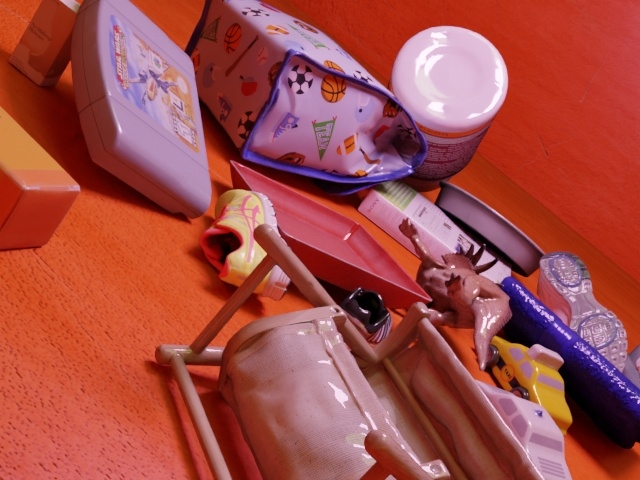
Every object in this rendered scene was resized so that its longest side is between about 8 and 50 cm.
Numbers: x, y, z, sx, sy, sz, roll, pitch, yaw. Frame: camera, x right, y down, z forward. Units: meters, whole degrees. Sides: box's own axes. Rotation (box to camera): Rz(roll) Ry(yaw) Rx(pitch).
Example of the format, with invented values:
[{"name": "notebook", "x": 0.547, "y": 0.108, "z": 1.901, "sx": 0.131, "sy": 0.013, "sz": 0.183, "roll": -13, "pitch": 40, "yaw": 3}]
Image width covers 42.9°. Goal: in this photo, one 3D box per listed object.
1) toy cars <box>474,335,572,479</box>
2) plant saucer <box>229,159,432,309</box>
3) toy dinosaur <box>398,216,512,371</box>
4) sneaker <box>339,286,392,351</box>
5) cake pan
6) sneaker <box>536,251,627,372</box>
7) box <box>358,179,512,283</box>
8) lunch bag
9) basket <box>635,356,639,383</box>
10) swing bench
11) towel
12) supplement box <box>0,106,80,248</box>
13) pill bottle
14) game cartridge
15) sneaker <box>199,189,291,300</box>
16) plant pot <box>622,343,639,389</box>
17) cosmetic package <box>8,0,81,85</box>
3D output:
[{"name": "toy cars", "x": 0.287, "y": 0.217, "z": 1.125, "sx": 0.176, "sy": 0.087, "sz": 0.394, "roll": 39, "pitch": 19, "yaw": 6}, {"name": "plant saucer", "x": 0.000, "y": 0.000, "z": 1.153, "sx": 0.259, "sy": 0.047, "sz": 0.258, "roll": 26, "pitch": 14, "yaw": -32}, {"name": "toy dinosaur", "x": 0.217, "y": 0.080, "z": 1.225, "sx": 0.200, "sy": 0.127, "sz": 0.295, "roll": 16, "pitch": 20, "yaw": -32}, {"name": "sneaker", "x": 0.060, "y": 0.096, "z": 1.027, "sx": 0.063, "sy": 0.074, "sz": 0.170, "roll": 43, "pitch": 19, "yaw": 17}, {"name": "cake pan", "x": 0.357, "y": -0.019, "z": 1.747, "sx": 0.293, "sy": 0.054, "sz": 0.293, "roll": 38, "pitch": 1, "yaw": -1}, {"name": "sneaker", "x": 0.504, "y": 0.165, "z": 1.590, "sx": 0.111, "sy": 0.129, "sz": 0.297, "roll": -6, "pitch": 52, "yaw": -6}, {"name": "box", "x": 0.233, "y": -0.003, "z": 1.605, "sx": 0.322, "sy": 0.058, "sz": 0.232, "roll": 39, "pitch": 19, "yaw": 4}, {"name": "lunch bag", "x": -0.021, "y": -0.257, "z": 1.482, "sx": 0.386, "sy": 0.238, "sz": 0.328, "roll": 9, "pitch": 30, "yaw": -41}, {"name": "basket", "x": 0.782, "y": 0.293, "z": 1.404, "sx": 0.331, "sy": 0.328, "sz": 0.266, "roll": 35, "pitch": 37, "yaw": -6}, {"name": "swing bench", "x": 0.030, "y": 0.157, "z": 0.706, "sx": 0.255, "sy": 0.165, "sz": 0.253, "roll": 28, "pitch": 19, "yaw": -40}, {"name": "towel", "x": 0.405, "y": 0.204, "z": 1.320, "sx": 0.308, "sy": 0.076, "sz": 0.227, "roll": 45, "pitch": 1, "yaw": 30}, {"name": "supplement box", "x": -0.339, "y": -0.094, "z": 0.769, "sx": 0.233, "sy": 0.080, "sz": 0.078, "roll": 44, "pitch": 19, "yaw": 16}, {"name": "pill bottle", "x": 0.237, "y": -0.256, "z": 1.717, "sx": 0.224, "sy": 0.224, "sz": 0.392, "roll": 40, "pitch": -15, "yaw": 9}, {"name": "game cartridge", "x": -0.229, "y": -0.187, "z": 1.037, "sx": 0.198, "sy": 0.062, "sz": 0.297, "roll": 44, "pitch": 26, "yaw": -51}, {"name": "sneaker", "x": -0.104, "y": -0.008, "z": 0.986, "sx": 0.094, "sy": 0.081, "sz": 0.208, "roll": 10, "pitch": 23, "yaw": -27}, {"name": "plant pot", "x": 0.815, "y": 0.288, "z": 1.727, "sx": 0.293, "sy": 0.196, "sz": 0.293, "roll": 32, "pitch": 19, "yaw": -12}, {"name": "cosmetic package", "x": -0.358, "y": -0.268, "z": 1.086, "sx": 0.060, "sy": 0.115, "sz": 0.041, "roll": 38, "pitch": 19, "yaw": 5}]
